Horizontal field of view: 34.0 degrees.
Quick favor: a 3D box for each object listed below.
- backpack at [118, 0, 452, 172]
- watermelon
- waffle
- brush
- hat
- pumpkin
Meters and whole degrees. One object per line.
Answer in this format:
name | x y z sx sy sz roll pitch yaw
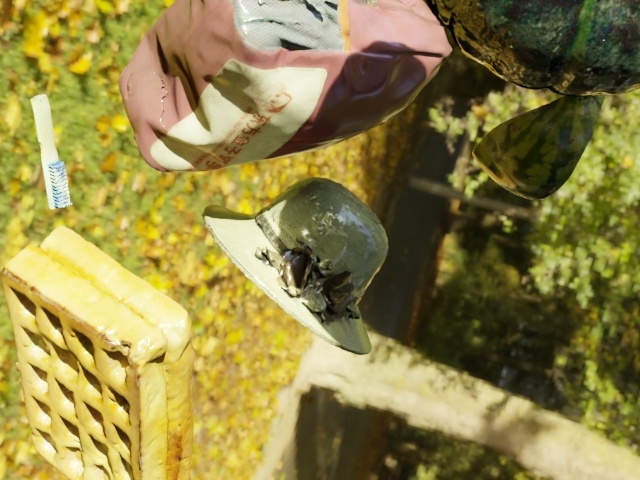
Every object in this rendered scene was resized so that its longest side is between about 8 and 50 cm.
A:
backpack | -0.021 -0.197 1.099 0.283 0.317 0.197 -29 -106 54
watermelon | 0.188 -0.071 0.909 0.069 0.087 0.163 66 -14 8
waffle | -0.243 0.166 1.173 0.098 0.224 0.328 -38 146 -38
brush | -0.405 -0.130 1.576 0.033 0.030 0.178 -27 121 -44
hat | 0.000 0.000 1.217 0.130 0.257 0.257 -50 175 10
pumpkin | 0.177 -0.217 0.718 0.216 0.250 0.250 126 -19 -87
